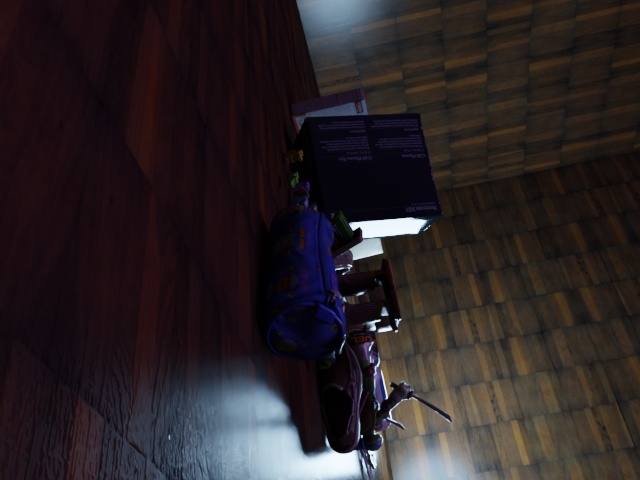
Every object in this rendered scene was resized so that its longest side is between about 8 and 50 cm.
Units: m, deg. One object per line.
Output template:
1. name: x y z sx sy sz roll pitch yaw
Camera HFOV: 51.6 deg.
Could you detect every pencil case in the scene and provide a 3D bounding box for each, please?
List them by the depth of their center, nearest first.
1. pencil case: -0.027 0.060 1.090 0.119 0.133 0.306 38 24 -25

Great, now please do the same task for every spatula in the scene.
1. spatula: 0.132 0.650 2.116 0.168 0.019 0.241 -83 157 -70

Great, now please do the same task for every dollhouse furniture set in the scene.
1. dollhouse furniture set: 0.082 0.188 1.654 0.374 0.202 0.152 82 -1 -67

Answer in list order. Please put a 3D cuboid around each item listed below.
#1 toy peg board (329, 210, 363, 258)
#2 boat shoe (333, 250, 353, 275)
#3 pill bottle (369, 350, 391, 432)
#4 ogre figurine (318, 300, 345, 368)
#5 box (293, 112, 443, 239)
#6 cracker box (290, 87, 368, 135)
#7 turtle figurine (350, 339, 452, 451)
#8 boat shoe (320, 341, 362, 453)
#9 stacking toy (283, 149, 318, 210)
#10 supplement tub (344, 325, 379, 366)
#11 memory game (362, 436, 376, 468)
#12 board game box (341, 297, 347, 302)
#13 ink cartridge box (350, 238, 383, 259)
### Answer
1. toy peg board: 0.016 -0.003 1.623 0.079 0.161 0.161 58 8 -6
2. boat shoe: 0.027 0.066 1.852 0.285 0.105 0.089 32 51 -69
3. pill bottle: 0.127 0.434 1.918 0.124 0.125 0.221 -68 147 -80
4. ogre figurine: -0.004 0.156 1.359 0.118 0.097 0.196 114 -15 -68
5. box: 0.125 -0.173 1.849 0.179 0.344 0.312 127 -44 -66
6. cracker box: 0.035 -0.380 2.093 0.155 0.233 0.067 73 8 -49
7. turtle figurine: 0.151 0.401 1.747 0.198 0.275 0.266 117 -45 -74
8. boat shoe: 0.043 0.328 1.452 0.095 0.095 0.257 60 18 -55
9. stacking toy: -0.054 -0.108 1.605 0.221 0.052 0.166 -87 163 -63
10. supplement tub: 0.124 0.343 2.118 0.117 0.117 0.190 70 10 -58
11. memory game: 0.154 0.651 2.159 0.186 0.012 0.186 -14 90 -83
12. board game box: 0.071 0.165 2.417 0.186 0.026 0.126 70 10 -57
13. ink cartridge box: 0.126 -0.026 2.496 0.234 0.194 0.088 72 6 -54
